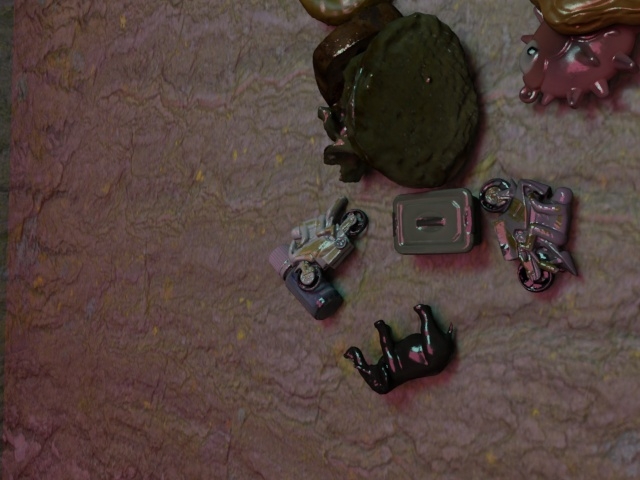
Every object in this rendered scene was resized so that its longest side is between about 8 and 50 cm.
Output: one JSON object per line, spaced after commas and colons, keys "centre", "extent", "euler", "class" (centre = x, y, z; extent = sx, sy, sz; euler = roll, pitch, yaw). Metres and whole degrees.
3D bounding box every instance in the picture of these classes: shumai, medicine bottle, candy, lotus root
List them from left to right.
{"centre": [-0.041, 0.094, 1.316], "extent": [0.203, 0.083, 0.083], "euler": [45, 117, 27], "class": "medicine bottle"}
{"centre": [0.056, -0.596, 1.202], "extent": [0.260, 0.118, 0.260], "euler": [4, 96, 38], "class": "candy"}
{"centre": [0.068, -0.391, 1.175], "extent": [0.260, 0.170, 0.074], "euler": [-35, 74, 28], "class": "lotus root"}
{"centre": [0.132, -0.270, 1.122], "extent": [0.288, 0.292, 0.330], "euler": [-159, 81, -73], "class": "shumai"}

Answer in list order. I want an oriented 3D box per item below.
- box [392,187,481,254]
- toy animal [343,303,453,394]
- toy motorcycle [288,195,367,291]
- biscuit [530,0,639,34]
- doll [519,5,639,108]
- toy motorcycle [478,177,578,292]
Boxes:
{"centre": [0.235, -0.035, 1.089], "extent": [0.172, 0.093, 0.124], "euler": [-2, 90, 38], "class": "box"}
{"centre": [0.159, 0.229, 1.142], "extent": [0.245, 0.114, 0.146], "euler": [-29, 73, 35], "class": "toy animal"}
{"centre": [0.000, 0.000, 1.264], "extent": [0.151, 0.074, 0.229], "euler": [38, 91, 29], "class": "toy motorcycle"}
{"centre": [0.491, -0.472, 0.844], "extent": [0.351, 0.057, 0.312], "euler": [5, 79, 31], "class": "biscuit"}
{"centre": [0.438, -0.331, 0.921], "extent": [0.262, 0.093, 0.211], "euler": [-39, 60, 33], "class": "doll"}
{"centre": [0.386, -0.030, 0.985], "extent": [0.152, 0.073, 0.225], "euler": [-31, 72, 32], "class": "toy motorcycle"}
